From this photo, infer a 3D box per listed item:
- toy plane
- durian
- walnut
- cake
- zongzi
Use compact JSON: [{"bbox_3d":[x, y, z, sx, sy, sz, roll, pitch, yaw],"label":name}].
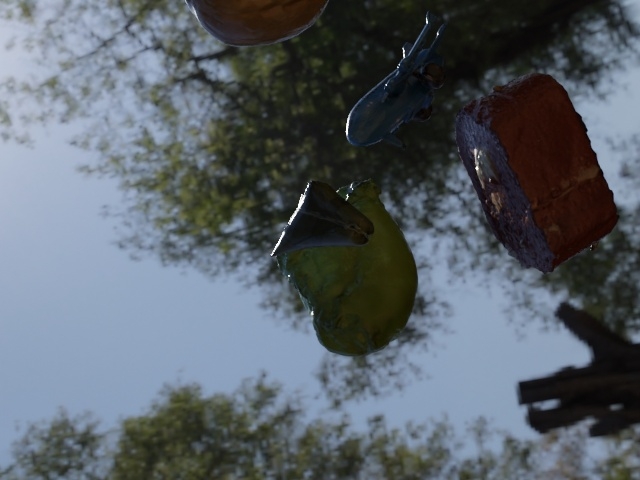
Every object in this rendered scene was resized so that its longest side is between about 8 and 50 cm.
[{"bbox_3d":[0.126,-0.226,1.845,0.271,0.105,0.254,-58,-9,-38],"label":"toy plane"},{"bbox_3d":[0.057,0.064,2.126,0.256,0.204,0.339,-15,-122,-27],"label":"durian"},{"bbox_3d":[-0.091,-0.368,1.640,0.222,0.195,0.195,-24,-80,-26],"label":"walnut"},{"bbox_3d":[0.302,-0.093,1.695,0.151,0.177,0.283,-31,-80,-19],"label":"cake"},{"bbox_3d":[0.000,0.000,1.382,0.052,0.113,0.104,21,-163,-49],"label":"zongzi"}]
